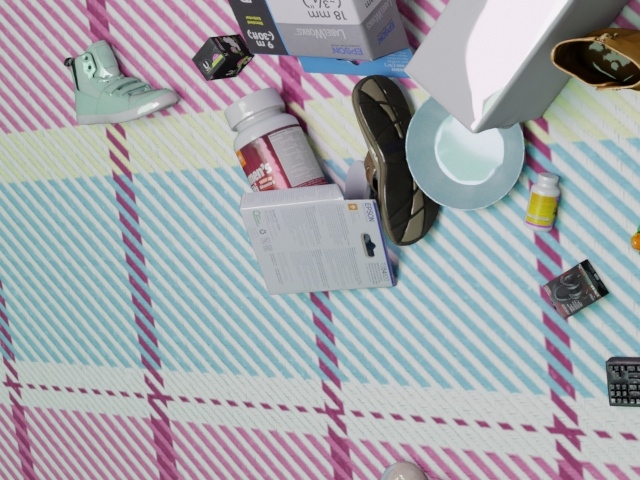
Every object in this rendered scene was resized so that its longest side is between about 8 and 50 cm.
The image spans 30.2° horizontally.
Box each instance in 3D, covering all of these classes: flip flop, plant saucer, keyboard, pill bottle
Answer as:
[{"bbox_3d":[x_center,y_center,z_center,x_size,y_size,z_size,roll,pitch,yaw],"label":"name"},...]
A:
[{"bbox_3d":[0.110,-0.128,1.901,0.080,0.112,0.277,-15,95,63],"label":"flip flop"},{"bbox_3d":[0.227,-0.144,1.834,0.195,0.037,0.194,5,100,28],"label":"plant saucer"},{"bbox_3d":[0.508,0.225,1.737,0.180,0.023,0.108,-4,99,38],"label":"keyboard"},{"bbox_3d":[0.334,-0.058,1.781,0.043,0.043,0.083,21,113,31],"label":"pill bottle"},{"bbox_3d":[-0.074,-0.139,2.012,0.121,0.121,0.221,-30,83,37],"label":"pill bottle"}]

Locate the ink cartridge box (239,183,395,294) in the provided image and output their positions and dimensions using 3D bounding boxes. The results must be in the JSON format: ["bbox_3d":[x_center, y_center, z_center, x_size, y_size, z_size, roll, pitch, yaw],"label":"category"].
[{"bbox_3d":[0.000,0.000,1.948,0.224,0.045,0.223,-3,137,11],"label":"ink cartridge box"}]

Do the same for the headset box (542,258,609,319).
[{"bbox_3d":[0.381,0.076,1.787,0.083,0.032,0.062,-36,79,35],"label":"headset box"}]

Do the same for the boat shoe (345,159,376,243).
[{"bbox_3d":[0.072,-0.065,1.975,0.049,0.040,0.142,11,107,43],"label":"boat shoe"}]

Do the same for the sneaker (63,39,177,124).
[{"bbox_3d":[-0.380,-0.299,2.210,0.256,0.094,0.151,0,107,39],"label":"sneaker"}]

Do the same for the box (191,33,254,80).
[{"bbox_3d":[-0.169,-0.318,2.062,0.062,0.083,0.052,-43,75,35],"label":"box"}]

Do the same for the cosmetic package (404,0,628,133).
[{"bbox_3d":[0.311,-0.342,1.625,0.156,0.217,0.385,47,122,18],"label":"cosmetic package"}]

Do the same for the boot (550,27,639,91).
[{"bbox_3d":[0.466,-0.219,1.540,0.295,0.211,0.104,16,111,32],"label":"boot"}]

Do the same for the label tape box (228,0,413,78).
[{"bbox_3d":[-0.009,-0.355,1.820,0.241,0.106,0.333,9,139,35],"label":"label tape box"}]

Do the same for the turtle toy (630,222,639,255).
[{"bbox_3d":[0.493,0.015,1.668,0.130,0.066,0.095,53,126,14],"label":"turtle toy"}]

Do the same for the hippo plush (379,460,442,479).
[{"bbox_3d":[0.092,0.510,1.975,0.294,0.237,0.234,14,109,33],"label":"hippo plush"}]
